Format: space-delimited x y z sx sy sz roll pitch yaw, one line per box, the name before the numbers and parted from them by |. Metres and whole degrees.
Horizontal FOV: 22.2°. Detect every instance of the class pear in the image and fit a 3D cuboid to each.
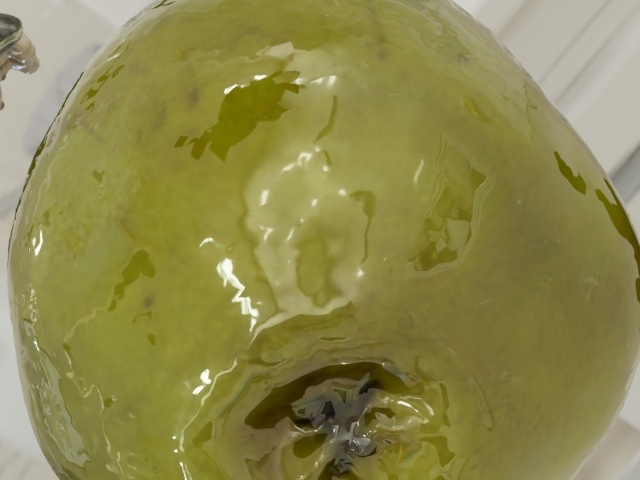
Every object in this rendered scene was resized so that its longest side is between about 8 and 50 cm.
pear | 0.000 0.000 0.780 0.287 0.287 0.375 -42 20 26

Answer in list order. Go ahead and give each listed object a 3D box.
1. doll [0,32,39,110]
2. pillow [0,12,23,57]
doll | -0.368 -0.091 1.511 0.278 0.119 0.154 -50 -2 -2
pillow | -0.279 -0.123 1.153 0.135 0.091 0.055 -45 -17 -22
